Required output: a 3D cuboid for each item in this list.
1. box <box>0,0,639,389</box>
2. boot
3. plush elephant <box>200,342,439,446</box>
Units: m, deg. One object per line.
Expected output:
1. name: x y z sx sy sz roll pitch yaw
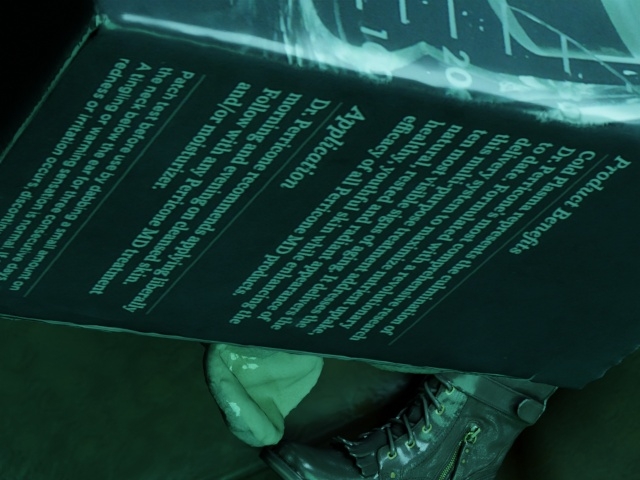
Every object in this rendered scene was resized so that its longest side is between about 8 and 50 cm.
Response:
1. box: 0.000 -0.198 1.169 0.471 0.480 0.297 9 146 -31
2. boot: 0.091 0.140 1.674 0.263 0.091 0.229 21 99 -37
3. plush elephant: 0.000 0.000 1.429 0.255 0.272 0.330 -10 151 -46
